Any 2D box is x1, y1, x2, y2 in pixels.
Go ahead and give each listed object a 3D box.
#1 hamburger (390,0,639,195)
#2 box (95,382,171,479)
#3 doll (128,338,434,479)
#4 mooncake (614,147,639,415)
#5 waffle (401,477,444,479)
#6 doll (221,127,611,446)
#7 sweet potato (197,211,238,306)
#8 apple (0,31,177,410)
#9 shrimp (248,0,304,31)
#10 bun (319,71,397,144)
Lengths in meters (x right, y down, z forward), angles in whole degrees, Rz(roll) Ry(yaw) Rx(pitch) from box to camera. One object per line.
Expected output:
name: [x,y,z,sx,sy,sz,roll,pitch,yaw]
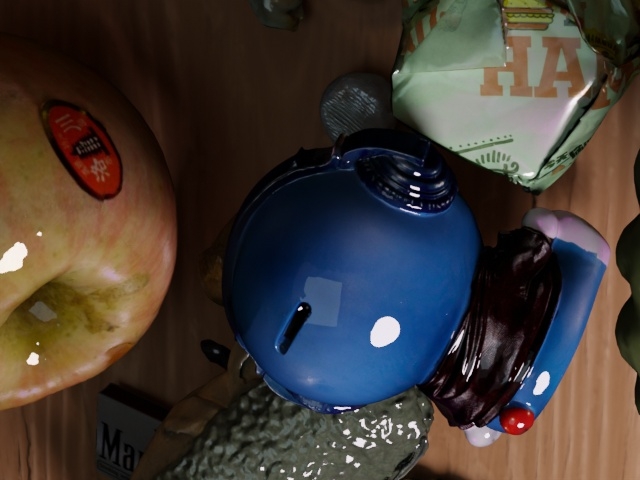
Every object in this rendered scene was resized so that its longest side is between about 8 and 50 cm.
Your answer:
hamburger: [0.157,-0.175,1.686,0.235,0.125,0.214,36,122,9]
box: [-0.165,0.236,2.152,0.177,0.036,0.115,23,126,22]
doll: [-0.044,0.198,1.939,0.349,0.247,0.247,-38,90,29]
mooncake: [0.360,0.016,1.505,0.194,0.356,0.356,10,118,35]
waffle: [0.121,0.335,2.007,0.223,0.054,0.204,5,115,32]
doll: [0.067,0.044,1.717,0.310,0.240,0.284,26,124,-3]
sweet potato: [0.002,-0.005,1.901,0.286,0.085,0.112,-15,125,25]
apple: [-0.349,-0.025,1.923,0.346,0.391,0.391,50,133,30]
shrimp: [-0.095,-0.258,1.854,0.166,0.049,0.161,-12,103,38]
bun: [0.038,-0.121,1.837,0.083,0.045,0.083,17,124,27]
